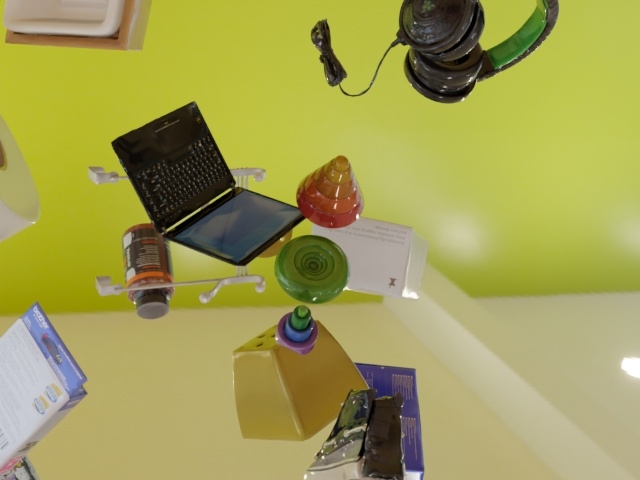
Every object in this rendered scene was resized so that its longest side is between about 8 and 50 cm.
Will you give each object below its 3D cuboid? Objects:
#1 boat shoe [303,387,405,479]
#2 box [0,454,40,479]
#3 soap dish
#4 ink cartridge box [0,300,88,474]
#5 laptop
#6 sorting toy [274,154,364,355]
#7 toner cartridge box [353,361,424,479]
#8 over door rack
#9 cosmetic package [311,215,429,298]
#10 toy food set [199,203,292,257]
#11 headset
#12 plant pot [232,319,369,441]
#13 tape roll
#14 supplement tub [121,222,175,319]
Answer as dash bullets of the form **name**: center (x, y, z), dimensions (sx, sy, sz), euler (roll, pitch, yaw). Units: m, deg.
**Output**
- **boat shoe**: center (0.063, 0.355, 1.683), dimensions (0.127, 0.158, 0.340), euler (12, 159, -18)
- **box**: center (-0.666, 0.505, 2.018), dimensions (0.137, 0.094, 0.027), euler (-23, -169, 11)
- **soap dish**: center (-0.362, -0.434, 1.506), dimensions (0.228, 0.291, 0.118), euler (7, 173, 22)
- **ink cartridge box**: center (-0.551, 0.273, 1.761), dimensions (0.186, 0.311, 0.065), euler (53, -157, 16)
- **laptop**: center (-0.175, -0.101, 1.591), dimensions (0.136, 0.264, 0.234), euler (-19, -167, 35)
- **sorting toy**: center (0.000, 0.000, 1.551), dimensions (0.127, 0.126, 0.366), euler (15, -122, -1)
- **toner cartridge box**: center (0.135, 0.407, 2.113), dimensions (0.165, 0.075, 0.348), euler (7, -150, -1)
- **over door rack**: center (-0.259, -0.011, 1.759), dimensions (0.324, 0.240, 0.108), euler (-1, -163, -9)
- **cosmetic package**: center (0.110, 0.039, 2.104), dimensions (0.217, 0.156, 0.385), euler (11, 177, 10)
- **toy food set**: center (-0.171, -0.039, 2.127), dimensions (0.217, 0.128, 0.071), euler (14, -174, -9)
- **headset**: center (0.188, -0.348, 1.577), dimensions (0.394, 0.243, 0.185), euler (-20, -116, 0)
- **plant pot**: center (-0.062, 0.281, 1.995), dimensions (0.212, 0.187, 0.212), euler (-11, -165, 48)
- **tape roll**: center (-0.541, -0.178, 1.386), dimensions (0.072, 0.392, 0.392), euler (-30, -156, -1)
- **supplement tub**: center (-0.366, 0.067, 2.046), dimensions (0.106, 0.106, 0.198), euler (1, -126, -20)
